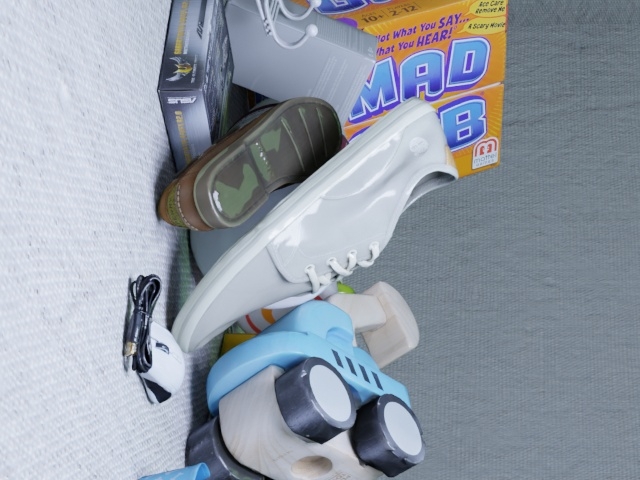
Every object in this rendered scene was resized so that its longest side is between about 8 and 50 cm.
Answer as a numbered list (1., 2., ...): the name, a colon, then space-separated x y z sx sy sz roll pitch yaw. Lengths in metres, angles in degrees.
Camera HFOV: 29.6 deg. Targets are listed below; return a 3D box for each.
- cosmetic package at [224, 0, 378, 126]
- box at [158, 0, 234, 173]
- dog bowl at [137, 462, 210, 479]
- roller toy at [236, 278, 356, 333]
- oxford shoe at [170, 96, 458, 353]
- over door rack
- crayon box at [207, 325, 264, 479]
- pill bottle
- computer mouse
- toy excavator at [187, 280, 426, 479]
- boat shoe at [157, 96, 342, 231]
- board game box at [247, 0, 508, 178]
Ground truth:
1. cosmetic package: -0.046 -0.280 1.815 0.107 0.238 0.127 -81 -163 -58
2. box: -0.160 -0.214 1.596 0.183 0.056 0.231 85 6 -52
3. dog bowl: -0.159 0.365 1.369 0.297 0.074 0.166 85 6 -53
4. roller toy: -0.057 0.075 2.092 0.209 0.191 0.146 42 31 -27
5. oxford shoe: 0.000 0.000 1.534 0.130 0.449 0.169 49 -7 5
6. over door rack: -0.080 -0.453 1.672 0.324 0.108 0.239 60 18 -27
7. crayon box: -0.120 0.287 1.924 0.318 0.081 0.202 -86 173 -58
8. pill bottle: -0.060 -0.077 1.825 0.392 0.224 0.224 -80 169 -67
9. computer mouse: -0.178 0.124 1.353 0.193 0.042 0.106 82 7 -62
10. toy excavator: 0.016 0.184 1.795 0.433 0.222 0.445 32 35 -37
11. boat shoe: -0.088 -0.103 1.527 0.307 0.104 0.110 -33 110 -50
12. board game box: 0.088 -0.318 2.191 0.356 0.356 0.356 -129 -153 -47
